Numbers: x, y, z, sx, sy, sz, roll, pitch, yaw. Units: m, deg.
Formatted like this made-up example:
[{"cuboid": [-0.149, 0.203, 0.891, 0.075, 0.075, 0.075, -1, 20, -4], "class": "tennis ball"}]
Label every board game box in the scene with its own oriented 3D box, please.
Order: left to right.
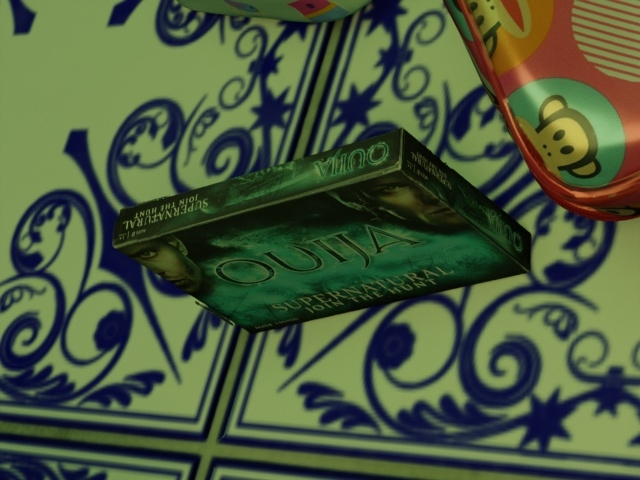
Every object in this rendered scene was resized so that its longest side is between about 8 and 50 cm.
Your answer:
[{"cuboid": [0.000, 0.000, 1.005, 0.186, 0.126, 0.026, -15, 57, 33], "class": "board game box"}]

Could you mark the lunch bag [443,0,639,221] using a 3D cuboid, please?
[{"cuboid": [0.168, -0.180, 0.898, 0.258, 0.120, 0.293, -26, 77, 10], "class": "lunch bag"}]

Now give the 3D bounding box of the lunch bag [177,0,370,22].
[{"cuboid": [-0.021, -0.273, 1.195, 0.224, 0.108, 0.279, 13, 74, 43], "class": "lunch bag"}]
